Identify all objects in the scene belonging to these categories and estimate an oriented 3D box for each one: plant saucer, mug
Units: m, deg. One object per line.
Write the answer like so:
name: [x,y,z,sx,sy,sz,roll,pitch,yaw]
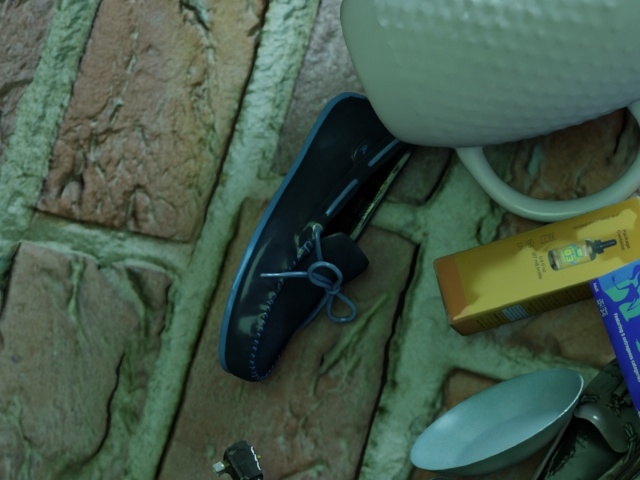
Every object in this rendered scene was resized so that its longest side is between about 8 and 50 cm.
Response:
plant saucer: [0.186,0.195,1.926,0.195,0.195,0.037,-25,101,9]
mug: [0.221,-0.197,1.988,0.328,0.276,0.374,-22,99,16]

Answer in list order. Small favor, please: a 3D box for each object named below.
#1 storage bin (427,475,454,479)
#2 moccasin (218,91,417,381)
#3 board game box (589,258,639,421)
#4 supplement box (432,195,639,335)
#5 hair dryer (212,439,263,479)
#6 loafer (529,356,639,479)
storage bin: [0.130,0.323,1.935,0.098,0.091,0.135,-30,67,7]
moccasin: [0.000,0.000,2.049,0.117,0.138,0.342,22,83,18]
board game box: [0.389,0.073,1.866,0.210,0.047,0.160,-27,67,21]
supplement box: [0.243,0.029,1.995,0.233,0.080,0.078,-18,70,14]
hair dryer: [-0.082,0.380,1.980,0.223,0.080,0.293,-37,75,0]
loafer: [0.279,0.214,1.923,0.096,0.084,0.267,34,86,23]
